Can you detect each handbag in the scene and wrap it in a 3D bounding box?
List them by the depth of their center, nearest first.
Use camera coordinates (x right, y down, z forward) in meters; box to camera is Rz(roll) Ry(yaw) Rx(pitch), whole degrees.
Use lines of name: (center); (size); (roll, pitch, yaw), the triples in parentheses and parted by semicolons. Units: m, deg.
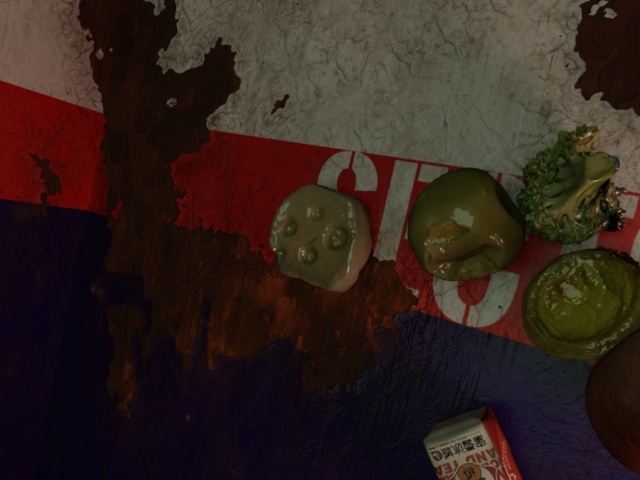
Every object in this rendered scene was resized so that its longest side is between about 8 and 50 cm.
handbag: (0.384, 0.566, 1.254); (0.171, 0.151, 0.298); (-28, 76, 20)

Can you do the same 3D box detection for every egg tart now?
egg tart: (0.584, 0.143, 1.176); (0.279, 0.095, 0.278); (-28, 44, 31)

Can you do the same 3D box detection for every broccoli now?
broccoli: (0.569, -0.122, 1.146); (0.247, 0.243, 0.263); (36, 85, 12)

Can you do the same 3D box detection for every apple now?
apple: (0.668, 0.290, 0.999); (0.345, 0.345, 0.269); (-27, 69, 26)
apple: (0.342, -0.037, 1.268); (0.279, 0.279, 0.279); (-3, 84, 31)

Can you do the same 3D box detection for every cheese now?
cheese: (0.000, 0.000, 1.547); (0.318, 0.115, 0.326); (-25, 73, 26)
